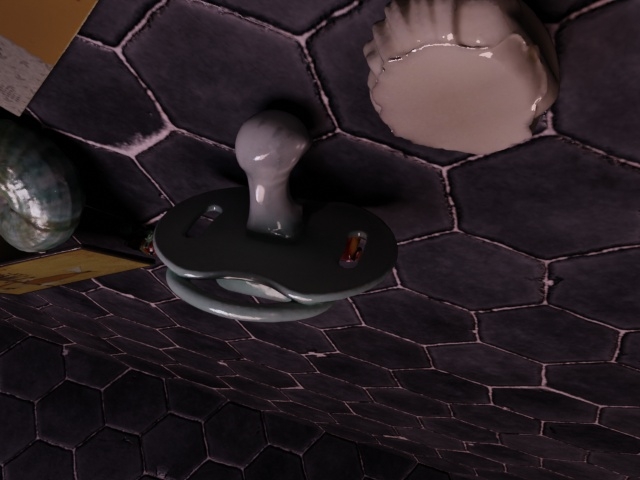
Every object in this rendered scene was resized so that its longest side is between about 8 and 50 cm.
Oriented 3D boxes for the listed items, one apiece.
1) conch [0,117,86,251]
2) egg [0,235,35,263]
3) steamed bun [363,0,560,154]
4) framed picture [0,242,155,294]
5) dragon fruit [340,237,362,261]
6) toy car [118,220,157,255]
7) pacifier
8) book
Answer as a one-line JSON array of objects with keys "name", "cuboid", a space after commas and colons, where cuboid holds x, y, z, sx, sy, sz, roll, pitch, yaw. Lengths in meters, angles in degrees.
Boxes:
[{"name": "conch", "cuboid": [-0.497, -0.085, 0.981, 0.220, 0.195, 0.277, 31, 179, 15]}, {"name": "egg", "cuboid": [-0.716, 0.010, 1.202, 0.186, 0.242, 0.185, 27, 134, 32]}, {"name": "steamed bun", "cuboid": [0.128, -0.165, 0.534, 0.183, 0.106, 0.183, 16, 155, 8]}, {"name": "framed picture", "cuboid": [-0.532, 0.062, 1.114, 0.339, 0.014, 0.255, -12, 169, 10]}, {"name": "dragon fruit", "cuboid": [0.005, 0.000, 0.943, 0.127, 0.067, 0.112, 4, 178, 16]}, {"name": "toy car", "cuboid": [-0.337, 0.005, 1.161, 0.143, 0.054, 0.073, 11, 154, 14]}, {"name": "pacifier", "cuboid": [-0.067, -0.038, 0.768, 0.344, 0.288, 0.269, 7, 124, 11]}, {"name": "book", "cuboid": [-0.443, -0.298, 0.694, 0.269, 0.032, 0.389, 33, 149, -29]}]
